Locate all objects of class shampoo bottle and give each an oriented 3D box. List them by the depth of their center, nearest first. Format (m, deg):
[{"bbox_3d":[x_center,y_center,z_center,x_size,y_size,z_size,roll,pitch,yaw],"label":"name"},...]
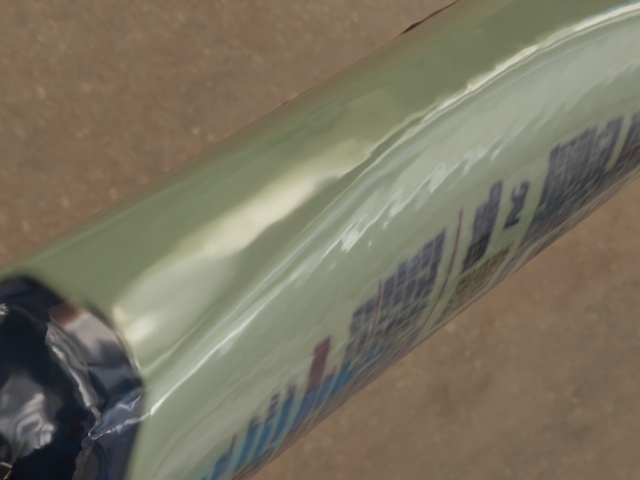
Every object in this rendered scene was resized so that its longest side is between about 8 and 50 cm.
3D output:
[{"bbox_3d":[0.000,0.000,0.445,0.359,0.078,0.134,-34,165,-35],"label":"shampoo bottle"}]
